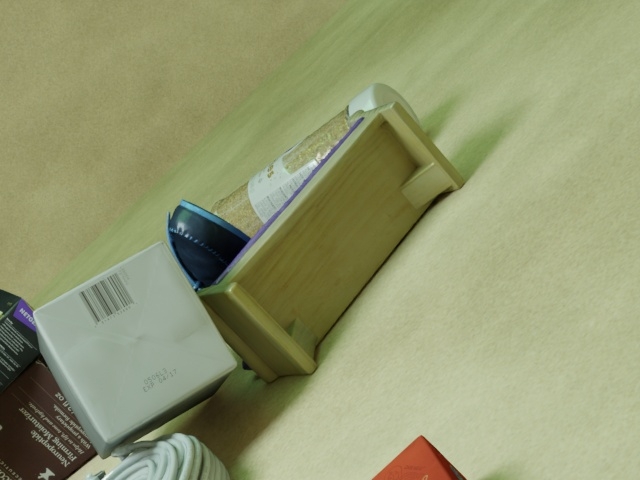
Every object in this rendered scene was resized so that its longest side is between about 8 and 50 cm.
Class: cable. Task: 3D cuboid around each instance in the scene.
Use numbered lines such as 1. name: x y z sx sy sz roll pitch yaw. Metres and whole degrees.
1. cable: -0.211 0.325 1.486 0.257 0.089 0.257 -26 24 48

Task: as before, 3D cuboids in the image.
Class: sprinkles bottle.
1. sprinkles bottle: -0.010 -0.097 2.071 0.355 0.121 0.121 -35 17 28

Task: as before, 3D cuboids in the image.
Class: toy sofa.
1. toy sofa: 0.000 0.000 1.722 0.362 0.150 0.177 -50 18 -24

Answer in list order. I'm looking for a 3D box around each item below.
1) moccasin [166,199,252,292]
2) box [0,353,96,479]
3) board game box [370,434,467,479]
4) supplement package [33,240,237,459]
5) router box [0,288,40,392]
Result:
1. moccasin: -0.133 0.053 1.822 0.116 0.138 0.342 -55 -22 -10
2. box: -0.419 0.258 2.041 0.203 0.168 0.167 -40 16 15
3. board game box: 0.041 0.293 0.973 0.242 0.064 0.316 -43 15 1
4. supplement package: -0.233 0.143 1.657 0.178 0.175 0.293 -30 -6 -16
5. router box: -0.528 0.188 2.023 0.243 0.081 0.309 -47 15 -14
